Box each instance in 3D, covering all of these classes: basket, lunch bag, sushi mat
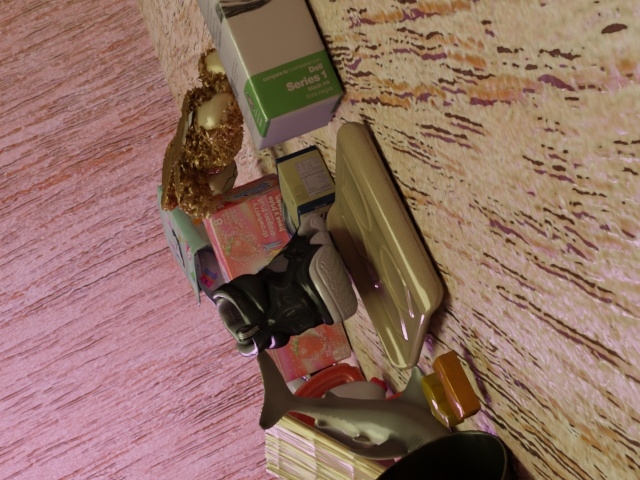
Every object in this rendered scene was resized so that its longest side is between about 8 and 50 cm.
[{"bbox_3d":[0.142,0.335,1.183,0.154,0.204,0.227,-6,118,44],"label":"basket"},{"bbox_3d":[-0.169,0.020,2.165,0.262,0.160,0.223,36,-166,-40],"label":"lunch bag"},{"bbox_3d":[0.044,0.335,1.685,0.316,0.019,0.151,24,140,28],"label":"sushi mat"}]

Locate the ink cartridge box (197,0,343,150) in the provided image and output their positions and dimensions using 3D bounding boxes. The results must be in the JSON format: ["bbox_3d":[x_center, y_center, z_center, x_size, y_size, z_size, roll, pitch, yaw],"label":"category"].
[{"bbox_3d":[-0.064,-0.225,1.332,0.160,0.092,0.219,133,115,-81],"label":"ink cartridge box"}]

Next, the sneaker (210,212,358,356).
[{"bbox_3d":[-0.046,0.051,1.431,0.268,0.153,0.101,-108,-7,-78],"label":"sneaker"}]

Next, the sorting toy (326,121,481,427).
[{"bbox_3d":[0.087,0.051,1.270,0.229,0.041,0.307,100,147,-68],"label":"sorting toy"}]

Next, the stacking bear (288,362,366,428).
[{"bbox_3d":[0.023,0.334,2.033,0.289,0.164,0.175,77,169,-70],"label":"stacking bear"}]

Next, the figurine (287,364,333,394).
[{"bbox_3d":[0.007,0.290,2.263,0.209,0.092,0.215,56,167,40],"label":"figurine"}]

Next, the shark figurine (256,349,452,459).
[{"bbox_3d":[0.067,0.190,1.430,0.166,0.278,0.116,8,-81,-67],"label":"shark figurine"}]

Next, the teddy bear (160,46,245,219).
[{"bbox_3d":[-0.155,-0.157,1.851,0.338,0.113,0.245,112,159,-43],"label":"teddy bear"}]

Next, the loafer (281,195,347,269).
[{"bbox_3d":[0.000,0.000,1.653,0.061,0.062,0.170,25,145,60],"label":"loafer"}]

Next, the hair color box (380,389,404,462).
[{"bbox_3d":[0.123,0.270,1.527,0.093,0.053,0.167,100,146,-77],"label":"hair color box"}]

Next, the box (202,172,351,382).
[{"bbox_3d":[-0.074,0.061,1.968,0.154,0.142,0.300,-143,32,-73],"label":"box"}]

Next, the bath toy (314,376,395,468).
[{"bbox_3d":[0.080,0.336,1.778,0.151,0.129,0.348,2,126,32],"label":"bath toy"}]

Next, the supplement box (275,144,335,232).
[{"bbox_3d":[-0.014,-0.059,1.564,0.083,0.056,0.083,84,163,-62],"label":"supplement box"}]
